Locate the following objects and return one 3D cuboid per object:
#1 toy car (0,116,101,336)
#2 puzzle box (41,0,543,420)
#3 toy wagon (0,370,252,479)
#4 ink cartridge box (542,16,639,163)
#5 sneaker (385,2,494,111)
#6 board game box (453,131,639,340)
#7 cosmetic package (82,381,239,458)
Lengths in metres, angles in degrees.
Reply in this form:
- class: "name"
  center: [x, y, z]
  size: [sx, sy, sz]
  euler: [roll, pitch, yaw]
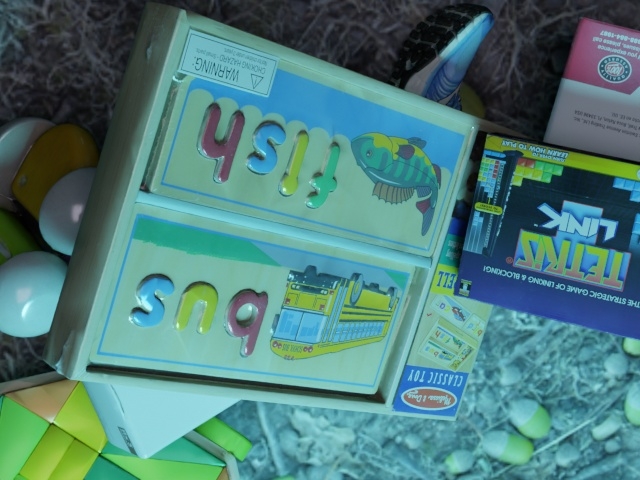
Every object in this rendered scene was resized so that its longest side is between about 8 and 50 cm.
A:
- class: "toy car"
  center: [-0.223, -0.005, 0.969]
  size: [0.182, 0.159, 0.136]
  euler: [-55, 140, 5]
- class: "puzzle box"
  center: [0.000, 0.000, 0.921]
  size: [0.409, 0.052, 0.272]
  euler: [12, 98, -41]
- class: "toy wagon"
  center: [-0.234, 0.225, 0.997]
  size: [0.344, 0.068, 0.267]
  euler: [32, 77, -2]
- class: "ink cartridge box"
  center: [0.278, -0.055, 0.994]
  size: [0.172, 0.100, 0.237]
  euler: [17, 101, 15]
- class: "sneaker"
  center: [0.103, -0.139, 1.027]
  size: [0.073, 0.063, 0.162]
  euler: [31, 100, -32]
- class: "board game box"
  center: [0.207, -0.004, 0.943]
  size: [0.170, 0.048, 0.141]
  euler: [13, 99, 16]
- class: "cosmetic package"
  center: [-0.092, 0.073, 0.976]
  size: [0.231, 0.085, 0.117]
  euler: [-28, 105, -27]
